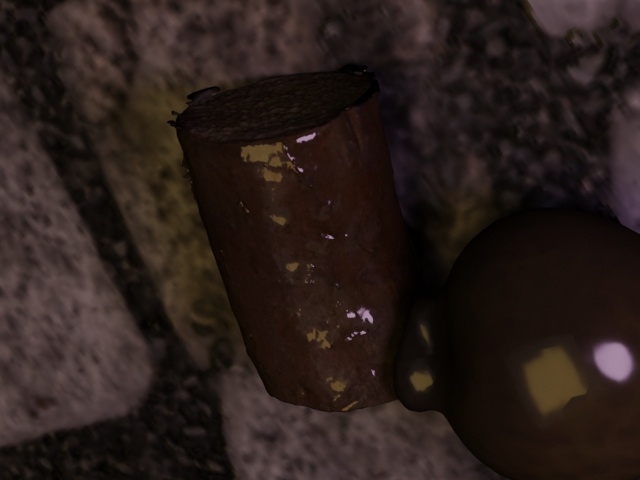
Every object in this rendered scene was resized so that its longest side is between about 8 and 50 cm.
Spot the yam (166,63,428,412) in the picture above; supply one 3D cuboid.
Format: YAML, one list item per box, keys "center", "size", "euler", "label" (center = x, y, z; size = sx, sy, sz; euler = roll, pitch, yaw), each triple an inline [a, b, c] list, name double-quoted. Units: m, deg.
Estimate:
- center: [-0.003, 0.001, 0.750]
  size: [0.084, 0.084, 0.127]
  euler: [-4, 112, 29]
  label: "yam"

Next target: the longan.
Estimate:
- center: [0.084, 0.040, 0.713]
  size: [0.119, 0.106, 0.106]
  euler: [-4, 115, 17]
  label: "longan"
